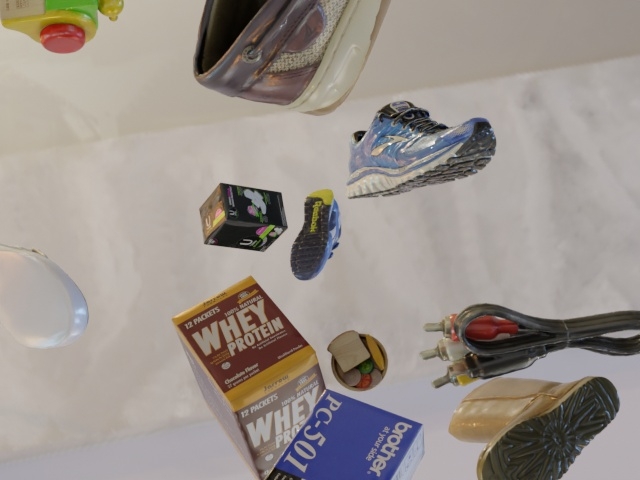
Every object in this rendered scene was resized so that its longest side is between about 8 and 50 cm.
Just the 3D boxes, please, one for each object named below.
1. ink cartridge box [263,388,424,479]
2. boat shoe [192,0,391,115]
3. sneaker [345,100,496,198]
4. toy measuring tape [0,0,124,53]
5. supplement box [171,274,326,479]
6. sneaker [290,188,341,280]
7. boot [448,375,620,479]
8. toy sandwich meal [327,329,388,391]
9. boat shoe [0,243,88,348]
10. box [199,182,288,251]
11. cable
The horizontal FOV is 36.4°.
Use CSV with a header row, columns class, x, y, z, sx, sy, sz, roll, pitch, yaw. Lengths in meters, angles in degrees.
class,x,y,z,sx,sy,sz,roll,pitch,yaw
ink cartridge box,-0.002,0.221,0.793,0.097,0.046,0.207,16,-134,25
boat shoe,0.001,-0.196,0.503,0.092,0.285,0.103,-5,-141,-35
sneaker,0.141,-0.156,1.547,0.129,0.330,0.147,-7,-92,-36
toy measuring tape,-0.466,-0.343,1.522,0.329,0.121,0.122,-8,-116,2
supplement box,-0.087,0.193,1.336,0.129,0.194,0.191,-28,-138,-16
sneaker,0.000,0.000,1.298,0.053,0.059,0.144,-2,-130,23
boot,0.251,0.263,1.328,0.236,0.269,0.089,-26,-88,-23
toy sandwich meal,0.049,0.159,1.292,0.085,0.029,0.086,-2,-100,11
boat shoe,-0.368,0.062,1.242,0.301,0.102,0.108,14,-85,42
box,-0.091,-0.026,1.144,0.083,0.062,0.052,9,-124,-32
cable,0.260,0.103,1.160,0.287,0.140,0.072,-14,-141,-3
